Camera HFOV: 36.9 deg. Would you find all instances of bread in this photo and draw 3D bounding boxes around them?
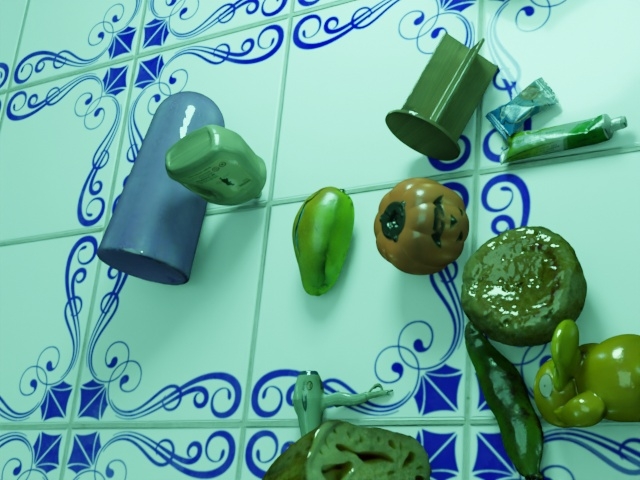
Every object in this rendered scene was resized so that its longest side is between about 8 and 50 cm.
[{"bbox_3d":[0.367,0.086,1.715,0.230,0.123,0.230,-15,60,28],"label":"bread"}]

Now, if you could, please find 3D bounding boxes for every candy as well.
[{"bbox_3d":[0.401,-0.261,1.897,0.136,0.038,0.088,-35,42,7],"label":"candy"}]

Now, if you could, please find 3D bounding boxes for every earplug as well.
[{"bbox_3d":[-0.349,-0.138,2.224,0.215,0.215,0.455,2,68,33],"label":"earplug"}]

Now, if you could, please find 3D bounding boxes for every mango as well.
[{"bbox_3d":[0.000,0.000,1.998,0.125,0.111,0.232,13,89,48],"label":"mango"}]

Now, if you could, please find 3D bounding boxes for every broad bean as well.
[{"bbox_3d":[0.332,0.288,1.687,0.077,0.061,0.339,-37,54,29],"label":"broad bean"}]

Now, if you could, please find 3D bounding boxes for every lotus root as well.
[{"bbox_3d":[0.030,0.491,1.662,0.250,0.316,0.316,-37,53,34],"label":"lotus root"}]

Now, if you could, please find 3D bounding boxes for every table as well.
[{"bbox_3d":[0.257,-0.300,1.943,0.167,0.167,0.226,20,72,37],"label":"table"}]

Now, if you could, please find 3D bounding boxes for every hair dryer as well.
[{"bbox_3d":[0.034,0.348,1.874,0.199,0.067,0.167,9,84,20],"label":"hair dryer"}]

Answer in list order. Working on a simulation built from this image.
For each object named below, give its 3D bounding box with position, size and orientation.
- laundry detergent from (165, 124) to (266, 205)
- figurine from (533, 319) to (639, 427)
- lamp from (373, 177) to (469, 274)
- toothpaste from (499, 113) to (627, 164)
[{"bbox_3d":[-0.211,-0.148,2.101,0.181,0.253,0.091,-28,58,19],"label":"laundry detergent"},{"bbox_3d":[0.463,0.229,1.564,0.228,0.215,0.215,9,75,23],"label":"figurine"},{"bbox_3d":[0.200,-0.025,1.849,0.188,0.164,0.187,-17,69,52],"label":"lamp"},{"bbox_3d":[0.459,-0.198,1.827,0.248,0.047,0.078,-11,52,31],"label":"toothpaste"}]
